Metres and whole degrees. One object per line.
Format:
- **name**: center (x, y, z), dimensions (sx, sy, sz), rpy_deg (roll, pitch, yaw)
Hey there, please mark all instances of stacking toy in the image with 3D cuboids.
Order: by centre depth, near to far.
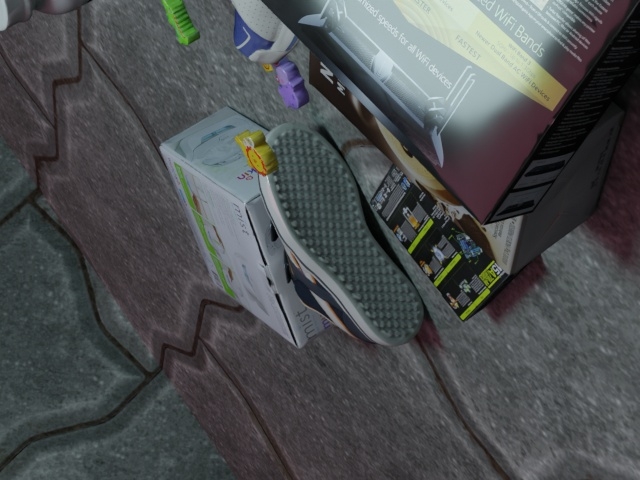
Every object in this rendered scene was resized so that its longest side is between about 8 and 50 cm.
- **stacking toy**: center (-0.049, -0.205, 1.575), dimensions (0.221, 0.167, 0.052), rpy_deg (62, 160, -13)

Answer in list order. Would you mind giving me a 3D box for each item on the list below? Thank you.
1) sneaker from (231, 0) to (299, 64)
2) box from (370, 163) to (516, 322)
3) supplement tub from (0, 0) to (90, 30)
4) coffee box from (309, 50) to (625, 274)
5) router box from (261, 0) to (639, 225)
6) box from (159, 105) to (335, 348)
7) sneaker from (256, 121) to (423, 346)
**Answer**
- **sneaker**: center (-0.074, -0.317, 1.401), dimensions (0.182, 0.127, 0.315), rpy_deg (15, 151, -7)
- **box**: center (0.143, -0.016, 1.608), dimensions (0.184, 0.045, 0.190), rpy_deg (50, 159, 9)
- **supplement tub**: center (-0.257, -0.383, 1.557), dimensions (0.228, 0.316, 0.228), rpy_deg (47, 159, 25)
- **coffee box**: center (0.125, -0.135, 1.348), dimensions (0.297, 0.119, 0.168), rpy_deg (46, 157, 25)
- **router box**: center (0.111, -0.205, 1.168), dimensions (0.309, 0.081, 0.243), rpy_deg (48, 126, 22)
- **box**: center (-0.083, -0.019, 2.003), dimensions (0.231, 0.127, 0.262), rpy_deg (32, 149, 48)
- **sneaker**: center (0.000, 0.000, 1.840), dimensions (0.321, 0.126, 0.127), rpy_deg (60, 154, -14)
